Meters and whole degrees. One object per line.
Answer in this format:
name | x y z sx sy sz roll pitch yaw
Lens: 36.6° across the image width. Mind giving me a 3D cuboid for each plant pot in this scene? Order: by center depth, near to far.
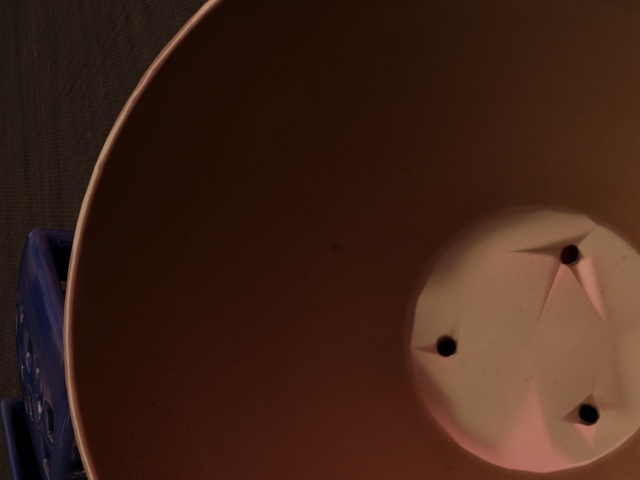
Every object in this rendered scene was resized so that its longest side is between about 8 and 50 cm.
plant pot | 0.069 0.032 0.400 0.284 0.191 0.284 -5 77 25
plant pot | -0.145 0.143 0.831 0.236 0.236 0.212 48 123 53

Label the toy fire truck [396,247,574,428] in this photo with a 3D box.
toy fire truck | 0.066 0.008 0.599 0.158 0.217 0.246 90 -160 -57
